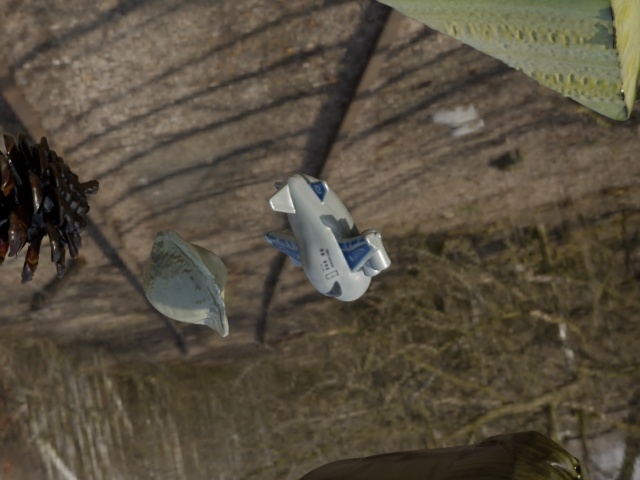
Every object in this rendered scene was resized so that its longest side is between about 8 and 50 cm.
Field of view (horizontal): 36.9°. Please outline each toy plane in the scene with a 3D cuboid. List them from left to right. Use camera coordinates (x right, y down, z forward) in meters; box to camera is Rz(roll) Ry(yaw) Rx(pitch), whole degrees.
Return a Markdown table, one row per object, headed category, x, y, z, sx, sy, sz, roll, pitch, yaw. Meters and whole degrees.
| category | x | y | z | sx | sy | sz | roll | pitch | yaw |
| --- | --- | --- | --- | --- | --- | --- | --- | --- | --- |
| toy plane | 0.004 | -0.003 | 1.664 | 0.122 | 0.267 | 0.267 | -46 | -169 | -31 |

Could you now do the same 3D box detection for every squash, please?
| category | x | y | z | sx | sy | sz | roll | pitch | yaw |
| --- | --- | --- | --- | --- | --- | --- | --- | --- | --- |
| squash | 0.190 | -0.242 | 1.020 | 0.289 | 0.111 | 0.203 | 10 | 152 | 29 |

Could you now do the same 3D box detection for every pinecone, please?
| category | x | y | z | sx | sy | sz | roll | pitch | yaw |
| --- | --- | --- | --- | --- | --- | --- | --- | --- | --- |
| pinecone | -0.494 | -0.047 | 1.479 | 0.309 | 0.243 | 0.244 | -8 | 171 | -15 |

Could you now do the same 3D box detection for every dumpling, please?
| category | x | y | z | sx | sy | sz | roll | pitch | yaw |
| --- | --- | --- | --- | --- | --- | --- | --- | --- | --- |
| dumpling | -0.207 | 0.078 | 1.578 | 0.166 | 0.215 | 0.126 | 31 | -145 | 29 |

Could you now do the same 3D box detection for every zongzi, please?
| category | x | y | z | sx | sy | sz | roll | pitch | yaw |
| --- | --- | --- | --- | --- | --- | --- | --- | --- | --- |
| zongzi | 0.137 | 0.266 | 0.778 | 0.300 | 0.145 | 0.274 | 33 | 146 | -33 |
